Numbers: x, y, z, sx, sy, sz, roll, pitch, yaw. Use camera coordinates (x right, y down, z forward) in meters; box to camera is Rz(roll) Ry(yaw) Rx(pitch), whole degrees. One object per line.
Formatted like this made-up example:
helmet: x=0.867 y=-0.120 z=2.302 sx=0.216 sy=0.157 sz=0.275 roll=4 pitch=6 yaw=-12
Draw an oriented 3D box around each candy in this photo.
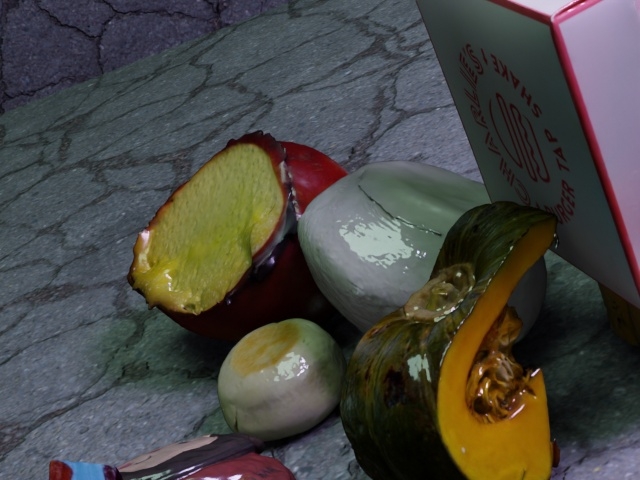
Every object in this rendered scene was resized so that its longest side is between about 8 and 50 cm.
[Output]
candy: x=0.109 y=0.030 z=1.636 sx=0.295 sy=0.185 sz=0.295 roll=10 pitch=24 yaw=-4

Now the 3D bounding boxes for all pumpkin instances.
pumpkin: x=0.152 y=0.120 z=1.396 sx=0.280 sy=0.190 sz=0.139 roll=-50 pitch=25 yaw=-24

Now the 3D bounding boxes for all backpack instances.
backpack: x=-0.119 y=0.271 z=1.442 sx=0.229 sy=0.139 sz=0.229 roll=-11 pitch=8 yaw=2

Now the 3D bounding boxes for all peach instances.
peach: x=-0.079 y=0.024 z=1.877 sx=0.361 sy=0.201 sz=0.258 roll=-22 pitch=49 yaw=42

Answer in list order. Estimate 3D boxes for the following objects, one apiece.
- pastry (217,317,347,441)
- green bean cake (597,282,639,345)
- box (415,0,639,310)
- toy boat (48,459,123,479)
pastry: x=-0.046 y=0.157 z=1.676 sx=0.156 sy=0.092 sz=0.156 roll=-27 pitch=24 yaw=13
green bean cake: x=0.412 y=0.018 z=1.467 sx=0.229 sy=0.131 sz=0.224 roll=-35 pitch=25 yaw=-22
box: x=0.307 y=-0.169 z=1.406 sx=0.300 sy=0.314 sz=0.312 roll=-29 pitch=27 yaw=-9
toy boat: x=-0.185 y=0.360 z=1.234 sx=0.079 sy=0.136 sz=0.392 roll=-13 pitch=50 yaw=1
